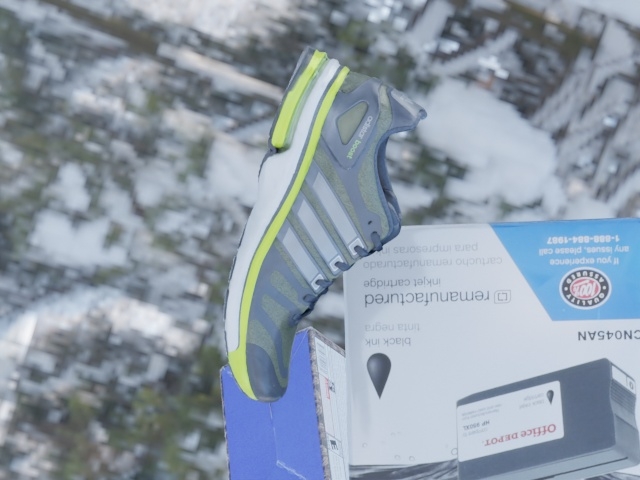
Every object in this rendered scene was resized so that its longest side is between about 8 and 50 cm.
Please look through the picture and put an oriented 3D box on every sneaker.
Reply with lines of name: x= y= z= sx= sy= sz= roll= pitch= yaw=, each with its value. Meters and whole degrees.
sneaker: x=0.000 y=0.000 z=1.346 sx=0.111 sy=0.121 sz=0.300 roll=-58 pitch=164 yaw=-72

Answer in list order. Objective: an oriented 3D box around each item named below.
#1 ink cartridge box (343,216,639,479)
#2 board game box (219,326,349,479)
ink cartridge box: x=0.171 y=0.186 z=1.533 sx=0.166 sy=0.285 sz=0.395 roll=42 pitch=46 yaw=-81
board game box: x=0.022 y=0.284 z=2.060 sx=0.141 sy=0.291 sz=0.232 roll=-25 pitch=-130 yaw=24
